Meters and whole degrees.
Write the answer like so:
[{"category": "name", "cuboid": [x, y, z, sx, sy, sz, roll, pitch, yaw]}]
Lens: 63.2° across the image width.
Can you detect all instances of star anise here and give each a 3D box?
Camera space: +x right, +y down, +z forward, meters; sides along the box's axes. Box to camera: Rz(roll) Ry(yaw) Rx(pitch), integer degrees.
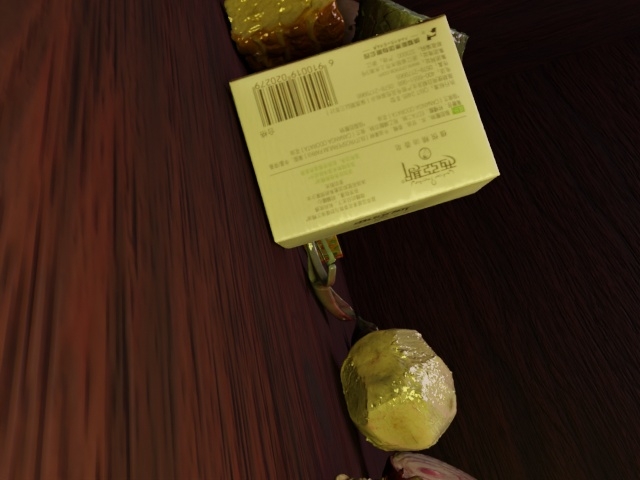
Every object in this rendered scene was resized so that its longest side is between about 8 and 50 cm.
[{"category": "star anise", "cuboid": [0.154, 0.350, 1.372, 0.315, 0.108, 0.315, -18, 90, -79]}]

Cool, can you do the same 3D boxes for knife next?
[{"category": "knife", "cuboid": [0.011, 0.070, 0.873, 0.278, 0.053, 0.123, 70, 0, -56]}]

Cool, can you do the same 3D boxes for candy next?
[{"category": "candy", "cuboid": [0.000, 0.000, 0.954, 0.122, 0.062, 0.038, 66, 7, -62]}]

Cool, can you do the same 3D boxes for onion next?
[{"category": "onion", "cuboid": [0.189, 0.400, 0.746, 0.195, 0.218, 0.140, 115, -12, -76]}]

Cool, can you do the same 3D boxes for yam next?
[{"category": "yam", "cuboid": [0.132, -0.291, 1.014, 0.241, 0.241, 0.348, -98, -155, -72]}]

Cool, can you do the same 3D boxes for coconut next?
[{"category": "coconut", "cuboid": [0.126, 0.243, 0.834, 0.194, 0.194, 0.194, -17, 90, -87]}]

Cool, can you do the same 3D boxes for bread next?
[{"category": "bread", "cuboid": [-0.052, -0.358, 0.919, 0.274, 0.184, 0.114, 10, 59, -88]}]

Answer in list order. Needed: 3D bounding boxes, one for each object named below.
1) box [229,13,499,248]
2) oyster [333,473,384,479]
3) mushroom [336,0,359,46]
[{"category": "box", "cuboid": [0.046, -0.119, 0.613, 0.111, 0.260, 0.194, 84, -10, -84]}, {"category": "oyster", "cuboid": [0.038, 0.234, 0.401, 0.177, 0.056, 0.105, 50, 29, -80]}, {"category": "mushroom", "cuboid": [-0.011, -0.402, 1.253, 0.362, 0.294, 0.362, -21, -114, 60]}]
